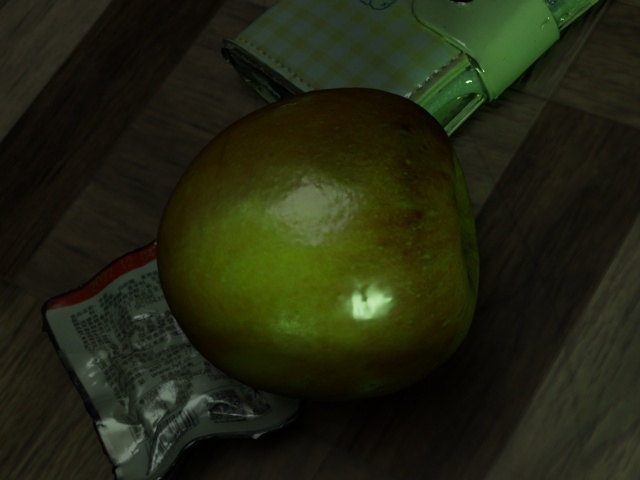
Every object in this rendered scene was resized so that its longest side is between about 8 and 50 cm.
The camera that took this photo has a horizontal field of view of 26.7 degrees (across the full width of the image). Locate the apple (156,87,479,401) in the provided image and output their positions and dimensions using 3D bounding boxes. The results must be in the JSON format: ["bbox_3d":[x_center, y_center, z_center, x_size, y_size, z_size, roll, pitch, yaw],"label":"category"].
[{"bbox_3d":[0.000,0.000,0.939,0.207,0.237,0.237,-6,57,14],"label":"apple"}]

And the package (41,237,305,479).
[{"bbox_3d":[-0.116,0.089,1.040,0.166,0.040,0.232,-29,47,-5],"label":"package"}]

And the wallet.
[{"bbox_3d":[0.092,-0.203,1.136,0.309,0.077,0.223,-42,52,-11],"label":"wallet"}]
